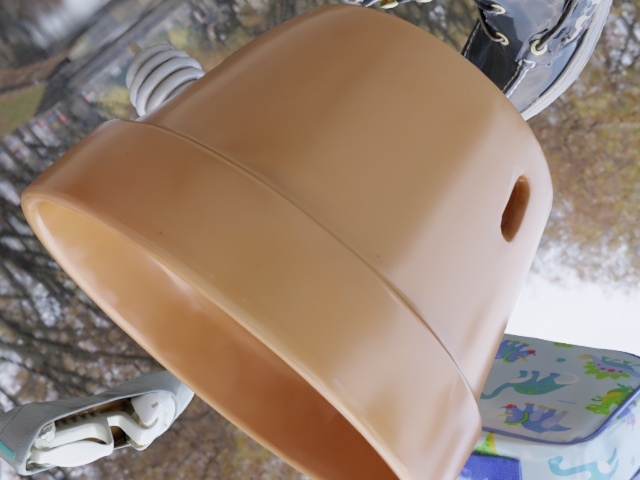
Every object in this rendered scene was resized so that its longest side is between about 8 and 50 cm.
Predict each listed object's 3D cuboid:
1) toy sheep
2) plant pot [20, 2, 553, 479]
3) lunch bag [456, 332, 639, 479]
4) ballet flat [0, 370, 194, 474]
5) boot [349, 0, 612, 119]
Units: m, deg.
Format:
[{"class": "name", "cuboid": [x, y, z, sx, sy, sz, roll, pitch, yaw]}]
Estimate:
[{"class": "toy sheep", "cuboid": [-0.159, -0.158, 1.040, 0.091, 0.132, 0.091, -43, 165, -15]}, {"class": "plant pot", "cuboid": [0.000, 0.000, 0.600, 0.203, 0.291, 0.291, -51, -162, -19]}, {"class": "lunch bag", "cuboid": [0.141, 0.142, 0.785, 0.219, 0.090, 0.176, 5, -162, 38]}, {"class": "ballet flat", "cuboid": [-0.192, 0.173, 0.922, 0.213, 0.072, 0.068, -7, -153, -42]}, {"class": "boot", "cuboid": [0.142, -0.243, 0.918, 0.284, 0.138, 0.377, -6, 151, -28]}]
